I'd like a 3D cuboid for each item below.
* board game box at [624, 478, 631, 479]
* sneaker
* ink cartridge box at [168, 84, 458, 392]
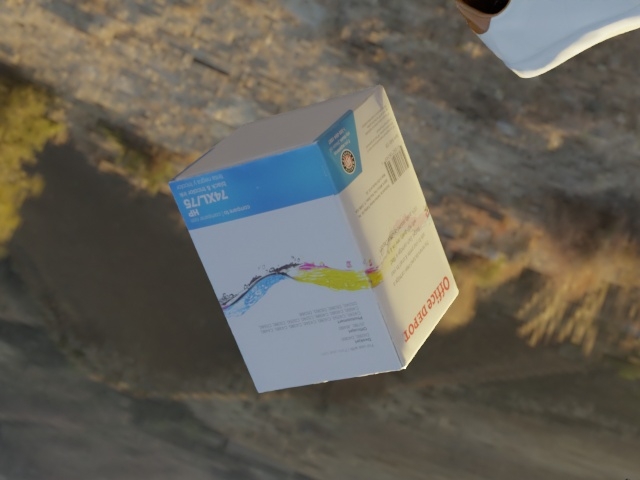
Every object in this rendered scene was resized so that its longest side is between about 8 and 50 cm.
[{"bbox_3d":[0.187,0.284,1.064,0.026,0.186,0.126,34,141,11],"label":"board game box"},{"bbox_3d":[0.225,-0.237,1.128,0.123,0.106,0.290,35,139,-24],"label":"sneaker"},{"bbox_3d":[0.000,0.000,1.542,0.197,0.198,0.270,-13,107,29],"label":"ink cartridge box"}]
